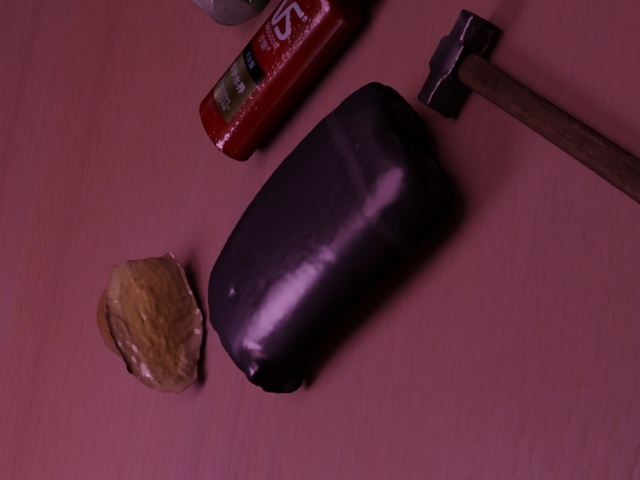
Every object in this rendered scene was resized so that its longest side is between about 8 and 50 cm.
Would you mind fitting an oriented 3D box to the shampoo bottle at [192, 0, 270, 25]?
[{"bbox_3d":[-0.130,-0.352,2.074,0.118,0.087,0.234,-60,38,8],"label":"shampoo bottle"}]

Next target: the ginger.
[{"bbox_3d":[-0.220,0.126,1.985,0.122,0.115,0.193,118,140,-48],"label":"ginger"}]

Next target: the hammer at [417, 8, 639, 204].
[{"bbox_3d":[0.222,-0.119,1.570,0.365,0.043,0.111,43,108,49],"label":"hammer"}]

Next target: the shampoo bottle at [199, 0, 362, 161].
[{"bbox_3d":[-0.031,-0.239,1.909,0.314,0.076,0.118,-48,35,26],"label":"shampoo bottle"}]

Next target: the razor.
[{"bbox_3d":[-0.001,-0.001,1.735,0.349,0.113,0.204,-49,45,26],"label":"razor"}]
